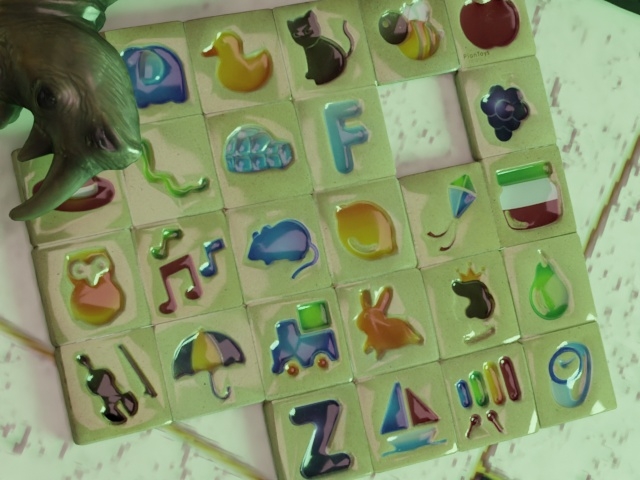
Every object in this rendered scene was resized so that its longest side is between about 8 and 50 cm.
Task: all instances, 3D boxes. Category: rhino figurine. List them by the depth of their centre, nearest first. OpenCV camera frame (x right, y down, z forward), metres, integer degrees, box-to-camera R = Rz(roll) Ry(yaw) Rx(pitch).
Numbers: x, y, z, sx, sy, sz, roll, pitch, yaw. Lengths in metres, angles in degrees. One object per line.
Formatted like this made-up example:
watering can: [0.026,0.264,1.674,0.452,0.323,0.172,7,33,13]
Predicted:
rhino figurine: [-0.082,-0.122,0.658,0.106,0.073,0.243,11,79,13]

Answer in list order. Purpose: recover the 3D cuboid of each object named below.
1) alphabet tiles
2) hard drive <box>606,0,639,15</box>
alphabet tiles: [0.000,0.000,0.716,0.237,0.009,0.198,-12,88,-22]
hard drive: [0.217,-0.199,0.795,0.339,0.064,0.237,18,77,-19]
